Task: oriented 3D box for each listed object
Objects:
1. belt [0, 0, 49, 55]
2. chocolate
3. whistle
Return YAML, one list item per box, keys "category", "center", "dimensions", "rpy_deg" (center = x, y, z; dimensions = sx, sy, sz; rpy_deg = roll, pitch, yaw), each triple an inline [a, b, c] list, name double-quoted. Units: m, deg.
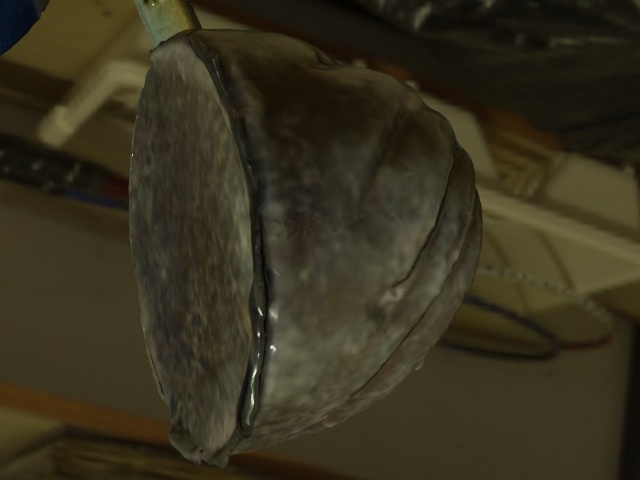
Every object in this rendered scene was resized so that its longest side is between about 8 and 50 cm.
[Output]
- category: "belt"
  center: [-0.283, -0.198, 0.682]
  dimensions: [0.347, 0.212, 0.117]
  rpy_deg: [17, 151, -5]
- category: "chocolate"
  center: [0.000, 0.000, 1.042]
  dimensions: [0.213, 0.303, 0.303]
  rpy_deg: [-5, 170, -21]
- category: "whistle"
  center: [-0.134, -0.181, 1.551]
  dimensions: [0.057, 0.068, 0.326]
  rpy_deg: [-2, 144, 15]
